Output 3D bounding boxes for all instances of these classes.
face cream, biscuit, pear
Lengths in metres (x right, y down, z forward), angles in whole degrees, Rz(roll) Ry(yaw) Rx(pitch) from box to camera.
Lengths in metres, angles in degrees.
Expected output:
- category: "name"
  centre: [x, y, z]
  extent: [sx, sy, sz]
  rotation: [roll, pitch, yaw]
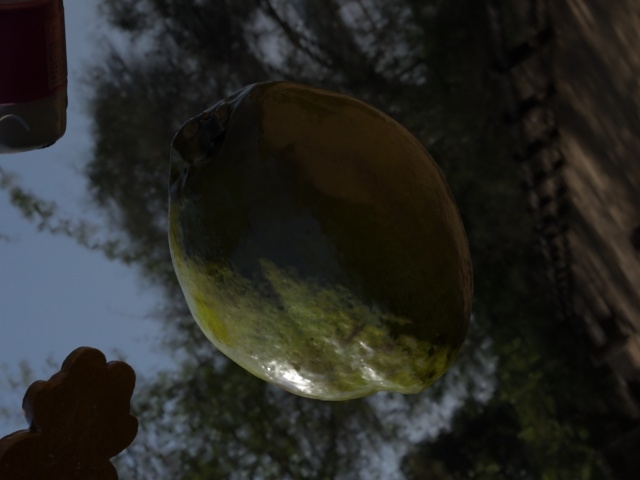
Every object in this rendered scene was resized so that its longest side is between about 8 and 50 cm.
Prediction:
- category: "face cream"
  centre: [-0.410, -0.227, 1.661]
  extent: [0.175, 0.175, 0.195]
  rotation: [-111, 20, -62]
- category: "biscuit"
  centre: [-0.334, 0.278, 1.684]
  extent: [0.202, 0.289, 0.044]
  rotation: [25, 170, -41]
- category: "pear"
  centre: [0.000, 0.000, 1.557]
  extent: [0.413, 0.352, 0.352]
  rotation: [55, -174, -12]
